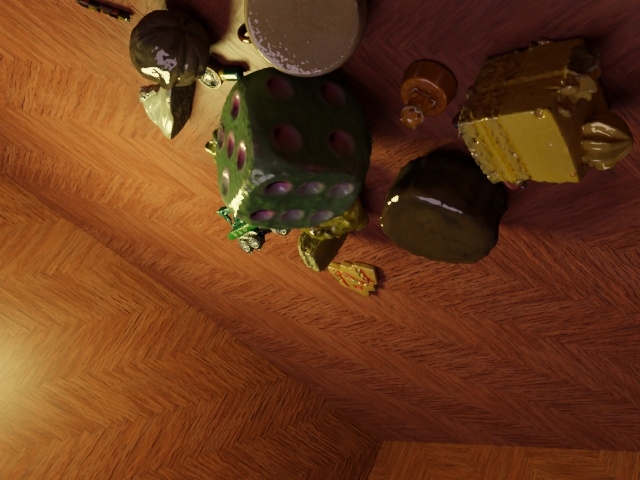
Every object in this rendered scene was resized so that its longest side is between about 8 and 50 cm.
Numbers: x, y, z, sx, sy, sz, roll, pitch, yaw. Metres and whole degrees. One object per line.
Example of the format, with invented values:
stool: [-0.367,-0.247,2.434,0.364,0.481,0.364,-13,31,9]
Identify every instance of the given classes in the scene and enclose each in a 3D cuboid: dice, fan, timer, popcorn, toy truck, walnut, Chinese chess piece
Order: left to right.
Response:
walnut: [-0.404,-0.509,1.650,0.224,0.224,0.224,22,150,13]
fan: [-0.282,-0.475,1.751,0.155,0.039,0.082,10,145,29]
toy truck: [-0.208,-0.086,2.143,0.364,0.176,0.178,-19,118,47]
dice: [-0.079,-0.225,1.570,0.323,0.330,0.318,0,157,-25]
Chinese chess piece: [-0.032,-0.491,1.324,0.274,0.102,0.273,4,118,7]
popcorn: [0.035,-0.105,1.935,0.266,0.192,0.233,20,144,-35]
timer: [0.230,-0.319,1.424,0.132,0.152,0.132,22,150,13]

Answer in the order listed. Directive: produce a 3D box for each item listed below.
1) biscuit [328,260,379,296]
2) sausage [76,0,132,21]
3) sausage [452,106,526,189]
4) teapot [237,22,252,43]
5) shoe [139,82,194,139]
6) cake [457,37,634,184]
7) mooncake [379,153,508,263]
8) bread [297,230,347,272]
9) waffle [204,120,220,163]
biscuit: [0.141,0.141,2.348,0.212,0.041,0.239,38,151,-12]
sausage: [-0.624,-0.664,1.766,0.199,0.028,0.025,22,127,13]
sausage: [0.428,-0.215,1.496,0.274,0.074,0.074,42,149,-23]
teapot: [-0.097,-0.489,1.469,0.252,0.135,0.178,13,143,25]
shoe: [-0.492,-0.448,1.905,0.159,0.124,0.316,35,151,3]
cake: [0.467,-0.256,1.248,0.286,0.222,0.227,-3,140,44]
mooncake: [0.334,-0.086,1.670,0.324,0.187,0.324,21,151,12]
bread: [0.000,0.000,2.092,0.102,0.196,0.138,15,153,31]
waffle: [-0.186,-0.267,1.863,0.317,0.073,0.297,-32,112,30]
